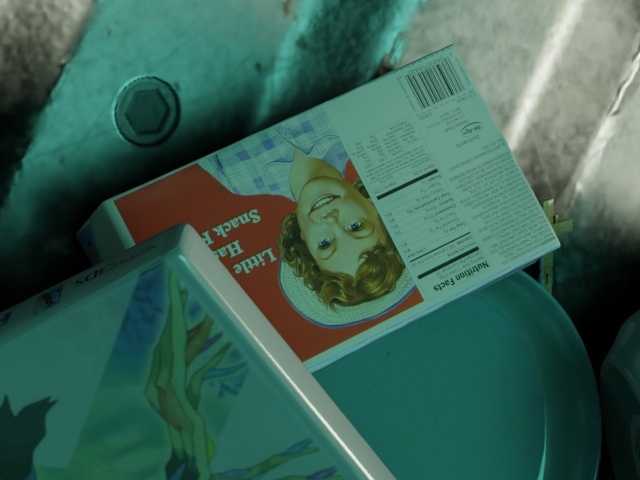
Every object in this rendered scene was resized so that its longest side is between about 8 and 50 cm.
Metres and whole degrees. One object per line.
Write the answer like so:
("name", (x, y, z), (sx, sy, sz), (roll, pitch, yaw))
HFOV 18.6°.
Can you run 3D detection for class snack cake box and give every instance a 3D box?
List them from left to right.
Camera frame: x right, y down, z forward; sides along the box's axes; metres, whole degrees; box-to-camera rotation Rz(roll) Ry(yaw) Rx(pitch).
("snack cake box", (0.000, 0.000, 1.238), (0.264, 0.089, 0.152), (-25, 86, -22))

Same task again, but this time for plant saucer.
("plant saucer", (0.055, 0.156, 1.360), (0.317, 0.043, 0.318), (-6, 103, -28))

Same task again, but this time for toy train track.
("toy train track", (0.159, 0.009, 1.403), (0.048, 0.014, 0.083), (-14, 113, -33))

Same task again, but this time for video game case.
("video game case", (-0.109, 0.171, 1.172), (0.300, 0.036, 0.329), (-26, 119, 22))

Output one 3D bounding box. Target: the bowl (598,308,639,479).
("bowl", (0.301, 0.147, 1.371), (0.163, 0.311, 0.312), (-15, 108, -6))
